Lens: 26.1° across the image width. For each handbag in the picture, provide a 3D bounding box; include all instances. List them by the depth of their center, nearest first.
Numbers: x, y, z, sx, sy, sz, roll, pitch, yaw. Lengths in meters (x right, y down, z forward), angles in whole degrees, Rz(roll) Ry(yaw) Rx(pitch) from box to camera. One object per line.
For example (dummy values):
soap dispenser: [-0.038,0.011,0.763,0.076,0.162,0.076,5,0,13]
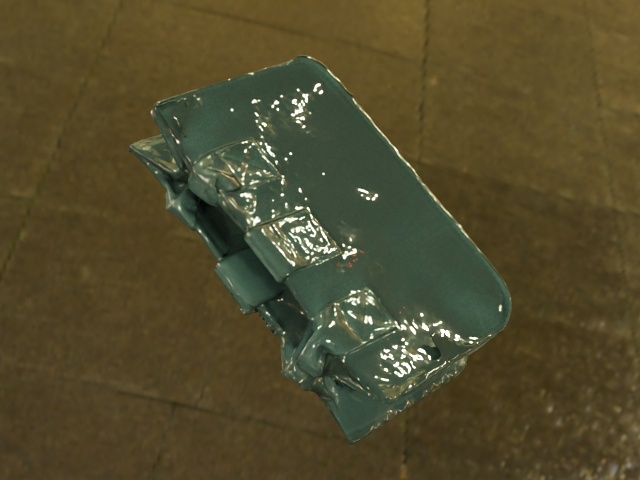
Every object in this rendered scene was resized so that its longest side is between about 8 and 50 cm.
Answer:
handbag: [0.000,0.000,0.855,0.229,0.062,0.179,51,39,11]
